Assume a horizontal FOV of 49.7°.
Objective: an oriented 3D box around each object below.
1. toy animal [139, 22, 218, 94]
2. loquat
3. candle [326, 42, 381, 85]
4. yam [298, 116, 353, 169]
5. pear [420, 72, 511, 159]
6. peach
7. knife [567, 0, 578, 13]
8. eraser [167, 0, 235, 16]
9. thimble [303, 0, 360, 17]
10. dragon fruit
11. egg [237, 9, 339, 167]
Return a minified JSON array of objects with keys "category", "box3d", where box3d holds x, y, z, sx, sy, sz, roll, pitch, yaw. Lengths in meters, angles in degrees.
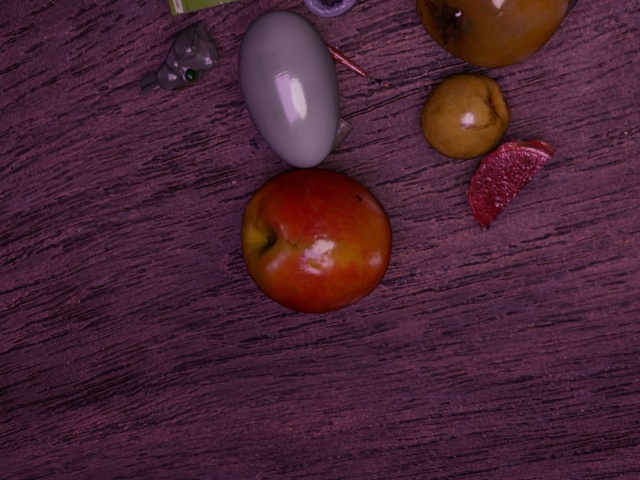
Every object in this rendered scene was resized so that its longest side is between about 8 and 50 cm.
[{"category":"toy animal","box3d":[-0.353,-0.436,1.733,0.108,0.138,0.236,16,149,-40]},{"category":"loquat","box3d":[0.382,-0.541,1.466,0.359,0.328,0.328,-40,106,-20]},{"category":"candle","box3d":[0.078,-0.428,1.699,0.167,0.021,0.026,33,123,-7]},{"category":"yam","box3d":[0.002,-0.249,1.756,0.078,0.078,0.179,42,111,-9]},{"category":"pear","box3d":[0.335,-0.286,1.626,0.208,0.209,0.209,3,113,7]},{"category":"peach","box3d":[0.000,0.000,1.712,0.388,0.388,0.389,3,113,7]},{"category":"knife","box3d":[0.609,-0.585,1.553,0.035,0.018,0.247,38,112,-5]},{"category":"eraser","box3d":[-0.287,-0.686,1.611,0.210,0.092,0.274,-9,112,13]},{"category":"thimble","box3d":[0.034,-0.586,1.588,0.151,0.118,0.127,-40,99,21]},{"category":"dragon fruit","box3d":[0.450,-0.166,1.698,0.126,0.161,0.274,41,127,8]},{"category":"egg","box3d":[-0.070,-0.353,1.630,0.229,0.230,0.371,-12,99,13]}]
